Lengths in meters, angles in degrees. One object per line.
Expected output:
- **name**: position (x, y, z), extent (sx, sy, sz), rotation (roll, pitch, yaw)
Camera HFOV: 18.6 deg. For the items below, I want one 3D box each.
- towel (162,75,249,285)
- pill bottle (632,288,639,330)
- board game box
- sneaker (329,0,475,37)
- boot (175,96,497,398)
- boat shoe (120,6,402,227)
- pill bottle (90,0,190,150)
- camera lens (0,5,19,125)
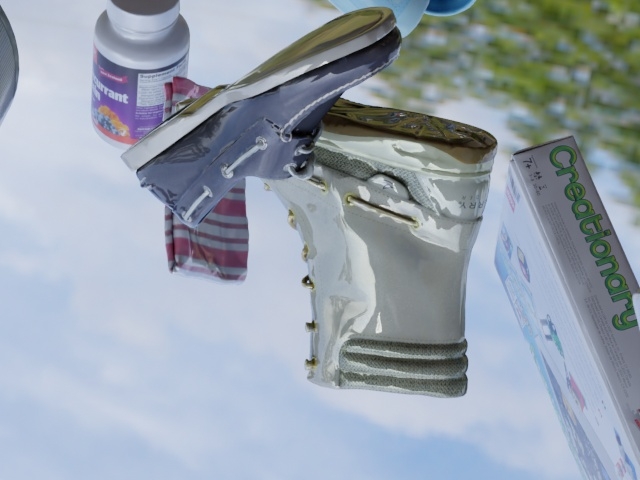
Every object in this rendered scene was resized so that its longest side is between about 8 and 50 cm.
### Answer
- **towel**: position (-0.110, -0.056, 1.926), extent (0.029, 0.197, 0.144), rotation (-4, 174, 26)
- **pill bottle**: position (0.291, 0.179, 1.001), extent (0.210, 0.363, 0.210), rotation (-16, 180, 0)
- **board game box**: position (0.202, 0.101, 1.372), extent (0.053, 0.193, 0.305), rotation (-18, -111, -6)
- **sneaker**: position (0.090, -0.277, 1.807), extent (0.150, 0.135, 0.366), rotation (51, -144, -7)
- **boot**: position (0.000, 0.000, 1.149), extent (0.213, 0.165, 0.077), rotation (13, -162, 31)
- **boat shoe**: position (-0.023, -0.063, 1.051), extent (0.206, 0.065, 0.075), rotation (-25, -167, 42)
- **pill bottle**: position (-0.202, -0.202, 2.184), extent (0.108, 0.193, 0.108), rotation (4, -135, -4)
- **camera lens**: position (-0.389, -0.116, 1.677), extent (0.219, 0.219, 0.274), rotation (10, -148, -1)
